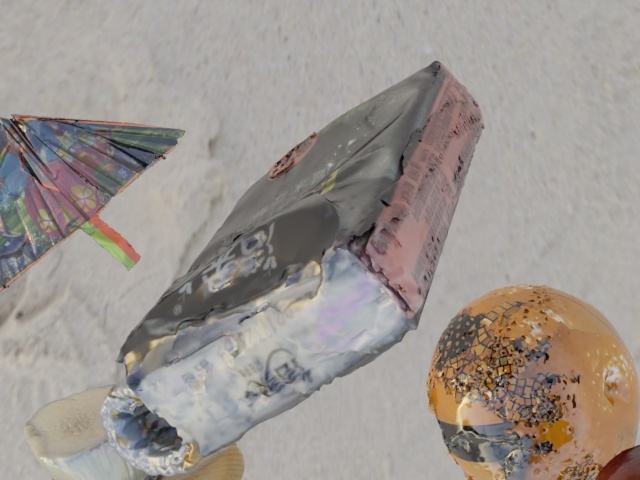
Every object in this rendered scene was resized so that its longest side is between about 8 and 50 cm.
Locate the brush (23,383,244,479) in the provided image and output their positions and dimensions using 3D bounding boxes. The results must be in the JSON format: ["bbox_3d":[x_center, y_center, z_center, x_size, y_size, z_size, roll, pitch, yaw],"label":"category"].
[{"bbox_3d":[-0.235,0.280,1.886,0.267,0.174,0.166,-14,115,-13],"label":"brush"}]

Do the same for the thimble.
[{"bbox_3d":[-0.170,0.201,1.721,0.151,0.118,0.127,4,115,37],"label":"thimble"}]

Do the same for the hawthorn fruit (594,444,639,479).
[{"bbox_3d":[0.287,0.271,1.221,0.169,0.169,0.188,29,82,-9],"label":"hawthorn fruit"}]

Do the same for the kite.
[{"bbox_3d":[-0.228,-0.034,1.250,0.183,0.014,0.241,42,79,10],"label":"kite"}]

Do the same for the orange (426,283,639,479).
[{"bbox_3d":[0.219,0.156,1.468,0.182,0.234,0.234,-20,111,45],"label":"orange"}]

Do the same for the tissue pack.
[{"bbox_3d":[0.000,0.000,1.143,0.245,0.332,0.123,-36,104,31],"label":"tissue pack"}]
